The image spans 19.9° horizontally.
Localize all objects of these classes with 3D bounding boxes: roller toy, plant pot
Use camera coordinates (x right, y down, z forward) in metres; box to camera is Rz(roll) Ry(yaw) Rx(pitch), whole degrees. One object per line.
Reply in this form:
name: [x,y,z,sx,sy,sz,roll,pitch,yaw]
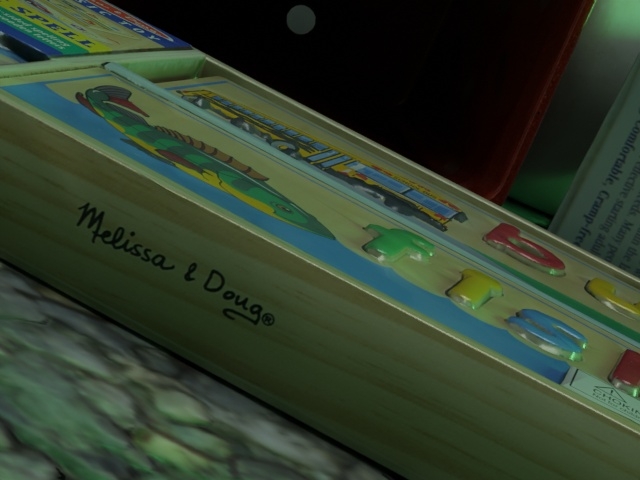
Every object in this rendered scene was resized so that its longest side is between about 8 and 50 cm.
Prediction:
roller toy: [0.180,-0.104,1.159,0.146,0.191,0.209,21,-9,-20]
plant pot: [0.021,-0.189,1.092,0.267,0.267,0.236,25,1,-5]

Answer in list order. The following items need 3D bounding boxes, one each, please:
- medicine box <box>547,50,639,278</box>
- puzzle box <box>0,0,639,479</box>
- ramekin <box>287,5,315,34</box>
medicine box: [0.276,0.025,0.922,0.289,0.149,0.263,28,13,13]
puzzle box: [0.000,0.000,0.707,0.409,0.052,0.272,28,12,9]
ramekin: [0.059,-0.202,1.441,0.277,0.135,0.277,25,13,-6]
